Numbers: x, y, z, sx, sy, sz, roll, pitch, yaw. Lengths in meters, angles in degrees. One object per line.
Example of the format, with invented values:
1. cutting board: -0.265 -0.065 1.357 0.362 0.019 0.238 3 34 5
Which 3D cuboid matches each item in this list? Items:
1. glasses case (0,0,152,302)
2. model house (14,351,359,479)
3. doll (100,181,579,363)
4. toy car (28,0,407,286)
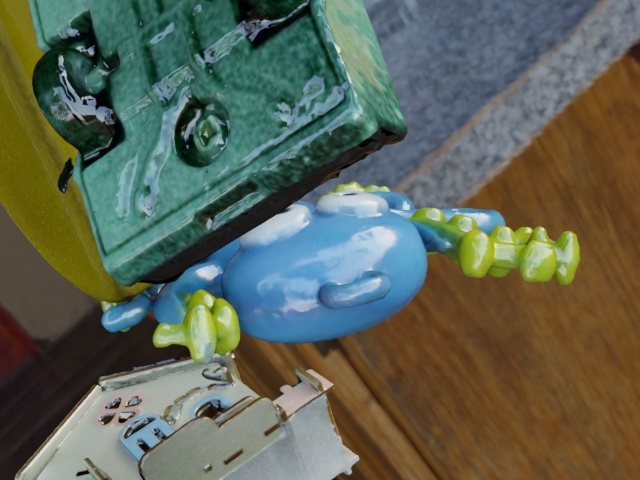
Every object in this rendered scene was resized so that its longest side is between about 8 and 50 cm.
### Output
1. glasses case: -0.180 -0.139 0.770 0.141 0.371 0.173 -40 41 -26
2. model house: -0.163 0.223 1.249 0.326 0.169 0.244 -32 28 -20
3. doll: 0.000 0.000 0.896 0.345 0.099 0.341 -9 15 -13
4. toy car: -0.069 -0.145 0.513 0.141 0.097 0.321 -31 64 27
